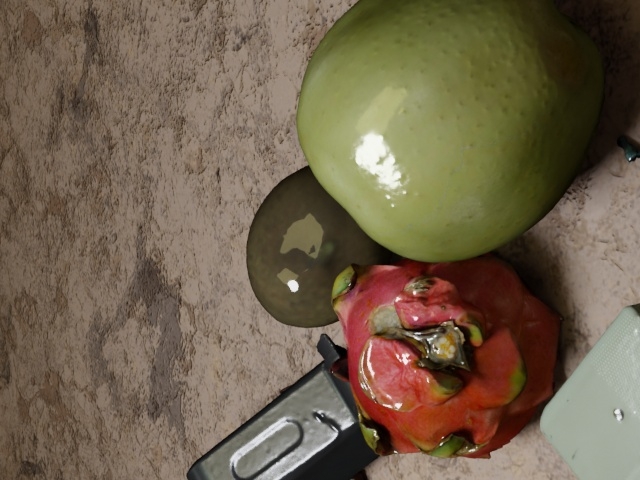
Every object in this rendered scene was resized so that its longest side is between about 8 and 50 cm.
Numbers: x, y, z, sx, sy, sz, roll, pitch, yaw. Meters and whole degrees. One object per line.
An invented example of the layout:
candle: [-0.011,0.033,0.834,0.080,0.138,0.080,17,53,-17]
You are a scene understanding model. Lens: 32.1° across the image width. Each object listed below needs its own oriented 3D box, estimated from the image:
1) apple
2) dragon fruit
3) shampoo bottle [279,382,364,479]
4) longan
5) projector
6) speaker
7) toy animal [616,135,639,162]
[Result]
apple: [0.158,-0.154,1.303,0.357,0.357,0.357,14,108,50]
dragon fruit: [0.134,0.138,1.436,0.305,0.226,0.305,-8,78,41]
shampoo bottle: [0.009,0.337,1.802,0.067,0.068,0.236,-49,59,47]
longan: [0.000,0.000,1.623,0.246,0.215,0.246,-179,90,-77]
projector: [0.374,0.181,1.226,0.163,0.177,0.242,54,133,33]
speaker: [-0.058,0.313,1.699,0.388,0.184,0.180,-41,66,16]
toy animal: [0.410,-0.162,1.214,0.253,0.070,0.079,110,170,-48]
